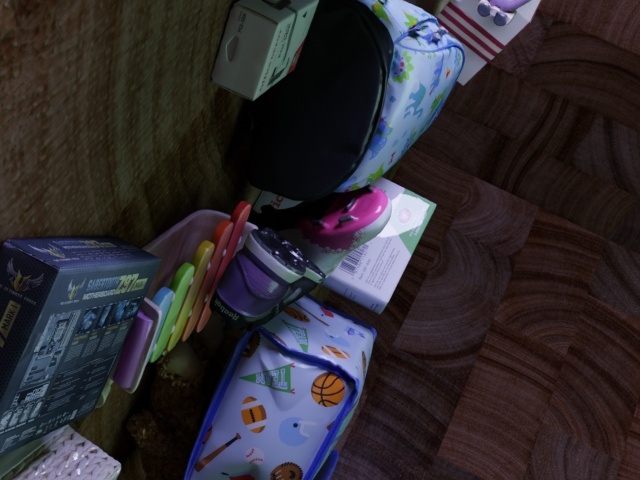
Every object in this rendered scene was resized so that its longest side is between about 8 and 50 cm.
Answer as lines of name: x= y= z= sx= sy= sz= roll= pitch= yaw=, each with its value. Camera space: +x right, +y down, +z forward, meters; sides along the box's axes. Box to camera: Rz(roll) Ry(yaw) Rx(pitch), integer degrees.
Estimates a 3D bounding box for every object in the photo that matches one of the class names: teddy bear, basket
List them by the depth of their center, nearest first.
basket: x=-0.298 y=0.282 z=0.890 sx=0.113 sy=0.103 sz=0.167 roll=-65 pitch=174 yaw=18
teddy bear: x=-0.233 y=0.259 z=1.384 sx=0.338 sy=0.113 sz=0.245 roll=97 pitch=12 yaw=-49

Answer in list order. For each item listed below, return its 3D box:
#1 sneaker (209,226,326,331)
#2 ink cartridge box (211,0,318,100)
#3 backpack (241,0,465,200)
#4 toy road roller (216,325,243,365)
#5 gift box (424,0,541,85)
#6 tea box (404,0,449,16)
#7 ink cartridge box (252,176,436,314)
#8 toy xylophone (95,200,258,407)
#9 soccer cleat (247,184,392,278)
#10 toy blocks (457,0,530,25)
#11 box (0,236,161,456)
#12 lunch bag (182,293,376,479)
sneaker: x=-0.081 y=0.057 z=1.124 sx=0.124 sy=0.107 sz=0.283 roll=-50 pitch=170 yaw=4
ink cartridge box: x=-0.061 y=-0.230 z=0.967 sx=0.099 sy=0.056 sz=0.135 roll=-67 pitch=173 yaw=33
backpack: x=0.063 y=-0.230 z=1.226 sx=0.355 sy=0.273 sz=0.290 roll=-73 pitch=-177 yaw=-63
toy road roller: x=-0.153 y=0.307 z=1.724 sx=0.240 sy=0.202 sz=0.329 roll=-40 pitch=153 yaw=-43
gift box: x=0.276 y=-0.496 z=1.728 sx=0.276 sy=0.258 sz=0.255 roll=-43 pitch=-168 yaw=45
tea box: x=0.111 y=-0.443 z=0.785 sx=0.323 sy=0.220 sz=0.329 roll=-55 pitch=169 yaw=-48
ink cartridge box: x=0.031 y=-0.026 z=1.489 sx=0.201 sy=0.278 sz=0.117 roll=-62 pitch=176 yaw=-14
toy xylophone: x=-0.189 y=0.081 z=1.060 sx=0.323 sy=0.081 sz=0.236 roll=-53 pitch=168 yaw=-57
soccer cleat: x=0.000 y=0.000 z=1.302 sx=0.331 sy=0.143 sz=0.116 roll=-9 pitch=-142 yaw=45
toy blocks: x=0.289 y=-0.570 z=1.387 sx=0.309 sy=0.288 sz=0.260 roll=-52 pitch=173 yaw=-49
box: x=-0.243 y=0.090 z=0.776 sx=0.183 sy=0.059 sz=0.232 roll=-64 pitch=172 yaw=5
lunch bag: x=-0.074 y=0.308 z=1.396 sx=0.385 sy=0.239 sz=0.328 roll=-63 pitch=175 yaw=10
